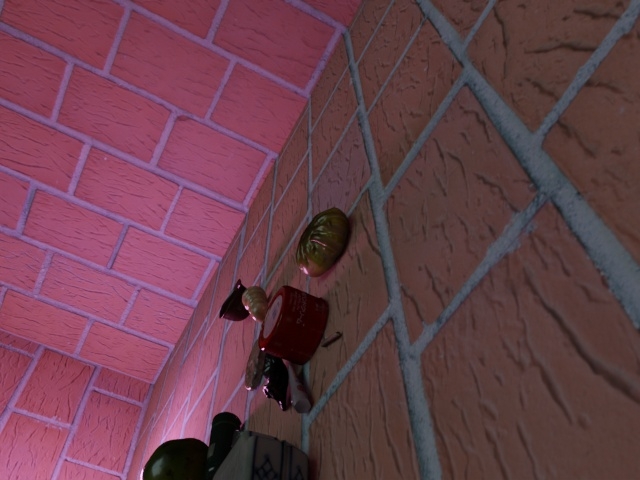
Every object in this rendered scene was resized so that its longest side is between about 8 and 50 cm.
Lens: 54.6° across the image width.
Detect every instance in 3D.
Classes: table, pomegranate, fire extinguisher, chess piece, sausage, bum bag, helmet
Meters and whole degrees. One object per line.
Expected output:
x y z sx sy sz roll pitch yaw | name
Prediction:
-0.140 0.482 1.451 0.133 0.133 0.043 -34 37 63 | table
-0.413 0.712 1.887 0.302 0.235 0.236 80 -147 -82 | pomegranate
-0.283 0.635 1.793 0.294 0.093 0.118 -96 15 -61 | fire extinguisher
-0.224 0.238 2.222 0.094 0.094 0.170 -63 23 10 | chess piece
0.024 0.238 1.490 0.100 0.015 0.015 -45 25 52 | sausage
-0.120 0.358 1.666 0.069 0.102 0.248 -30 24 10 | bum bag
-0.320 0.250 2.463 0.155 0.106 0.175 -36 31 58 | helmet

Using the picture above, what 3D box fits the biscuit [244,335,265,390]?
-0.206 0.381 2.021 0.133 0.032 0.250 -44 26 53 | biscuit

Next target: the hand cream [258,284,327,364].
-0.075 0.224 1.646 0.193 0.125 0.193 -58 19 33 | hand cream

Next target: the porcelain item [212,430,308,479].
-0.138 0.566 1.271 0.286 0.157 0.281 -59 15 27 | porcelain item

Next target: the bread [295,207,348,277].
0.000 0.000 1.775 0.213 0.104 0.213 -60 13 23 | bread

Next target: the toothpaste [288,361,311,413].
-0.059 0.366 1.528 0.194 0.042 0.067 -133 33 -74 | toothpaste
